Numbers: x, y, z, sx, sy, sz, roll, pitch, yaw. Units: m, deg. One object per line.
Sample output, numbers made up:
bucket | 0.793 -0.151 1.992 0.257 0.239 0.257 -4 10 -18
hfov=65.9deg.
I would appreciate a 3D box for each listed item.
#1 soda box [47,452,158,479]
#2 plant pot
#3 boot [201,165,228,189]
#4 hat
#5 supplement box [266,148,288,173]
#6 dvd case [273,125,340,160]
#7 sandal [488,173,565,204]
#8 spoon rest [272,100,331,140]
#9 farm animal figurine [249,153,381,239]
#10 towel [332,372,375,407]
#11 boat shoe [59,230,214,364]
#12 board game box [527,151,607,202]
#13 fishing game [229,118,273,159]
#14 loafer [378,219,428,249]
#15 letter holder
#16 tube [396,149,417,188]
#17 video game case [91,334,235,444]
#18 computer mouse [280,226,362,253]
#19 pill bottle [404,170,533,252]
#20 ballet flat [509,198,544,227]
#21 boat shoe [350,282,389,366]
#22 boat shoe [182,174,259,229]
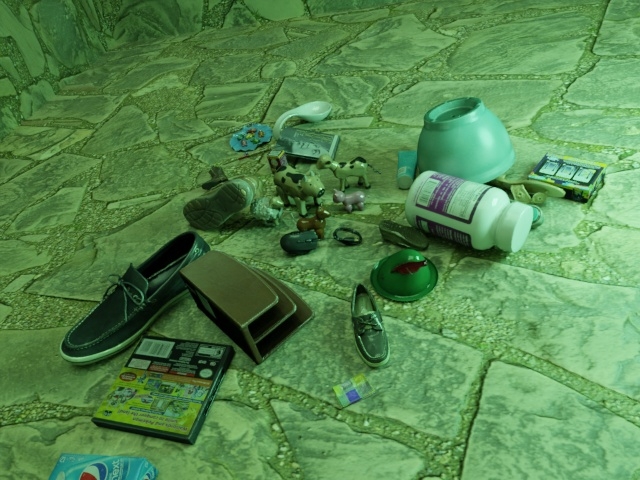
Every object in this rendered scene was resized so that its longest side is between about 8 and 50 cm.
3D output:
soda box | -0.461 0.503 1.047 0.210 0.071 0.067 -4 43 14
plant pot | 0.420 -0.310 1.496 0.293 0.196 0.293 -18 29 11
boot | -0.409 -0.239 1.855 0.107 0.037 0.114 -17 43 -20
hat | 0.213 0.036 1.246 0.209 0.183 0.173 17 51 32
supplement box | -0.154 -0.283 1.785 0.055 0.083 0.043 9 47 27
dvd case | -0.048 -0.360 1.835 0.222 0.018 0.164 12 45 5
sandal | 0.568 -0.130 1.411 0.240 0.088 0.079 27 89 46
spoon rest | -0.075 -0.500 1.990 0.276 0.084 0.137 -36 46 -22
farm animal figurine | -0.024 -0.173 1.557 0.327 0.172 0.330 15 51 31
towel | 0.074 0.333 1.102 0.083 0.009 0.060 -23 43 -7
boat shoe | -0.512 0.146 1.390 0.500 0.156 0.187 -38 47 -20
board game box | 0.709 -0.185 1.425 0.170 0.048 0.141 23 53 36
fishing game | -0.285 -0.429 2.020 0.189 0.041 0.264 -18 43 -1
loafer | 0.234 -0.012 1.396 0.148 0.050 0.056 28 60 20
letter holder | -0.187 0.136 1.297 0.214 0.152 0.302 -37 45 -24
tube | 0.288 -0.249 1.636 0.080 0.052 0.207 3 40 14
video game case | -0.380 0.354 1.210 0.275 0.035 0.248 2 45 19
computer mouse | 0.000 0.000 1.438 0.242 0.071 0.041 -6 3 6
pill bottle | 0.393 -0.073 1.318 0.302 0.169 0.169 24 55 36
ballet flat | 0.514 -0.085 1.372 0.213 0.068 0.072 26 93 38
boat shoe | 0.110 0.197 1.189 0.080 0.073 0.223 -14 41 3
boat shoe | -0.319 -0.126 1.611 0.325 0.123 0.116 -16 22 35
